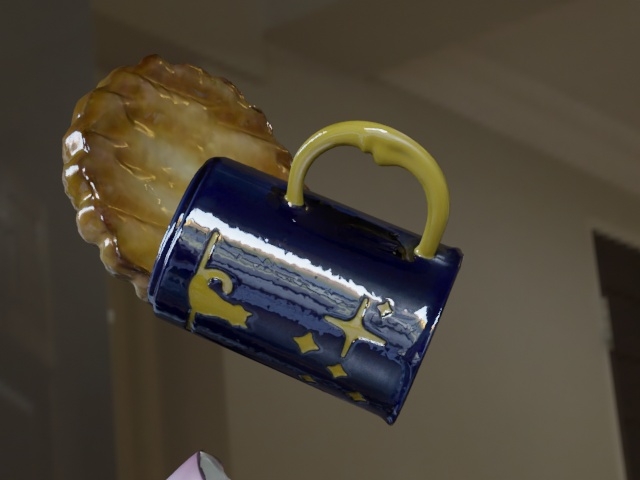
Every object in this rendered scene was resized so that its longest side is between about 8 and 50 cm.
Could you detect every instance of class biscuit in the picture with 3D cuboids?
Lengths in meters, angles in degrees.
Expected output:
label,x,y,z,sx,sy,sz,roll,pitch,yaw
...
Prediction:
label,x,y,z,sx,sy,sz,roll,pitch,yaw
biscuit,-0.156,-0.051,2.131,0.325,0.326,0.107,7,-32,-37

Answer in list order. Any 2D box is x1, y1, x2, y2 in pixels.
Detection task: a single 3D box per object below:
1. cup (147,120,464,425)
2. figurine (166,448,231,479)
label,x,y,z,sx,sy,sz,roll,pitch,yaw
cup,0.000,0.002,1.715,0.256,0.255,0.178,24,7,2
figurine,-0.219,0.446,2.362,0.315,0.284,0.206,-39,-39,5
